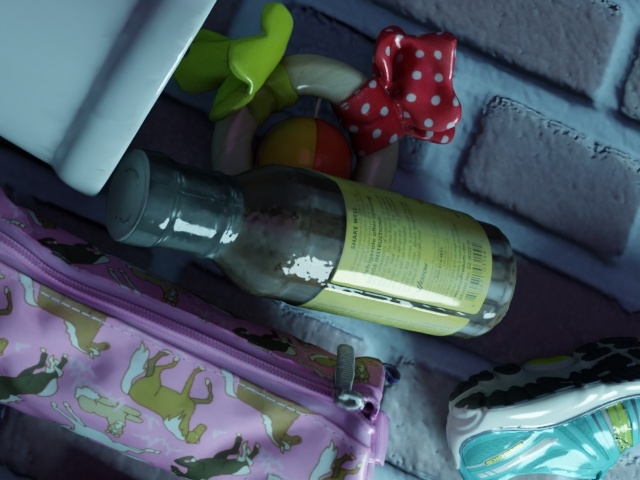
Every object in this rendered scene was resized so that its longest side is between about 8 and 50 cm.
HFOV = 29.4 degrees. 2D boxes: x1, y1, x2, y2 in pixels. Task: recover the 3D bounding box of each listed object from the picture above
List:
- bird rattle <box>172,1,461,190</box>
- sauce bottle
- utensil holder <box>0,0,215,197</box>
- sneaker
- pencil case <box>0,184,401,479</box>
[{"bbox_3d":[-0.003,-0.097,1.045,0.253,0.143,0.207,10,100,-27],"label":"bird rattle"},{"bbox_3d":[0.000,0.000,0.963,0.344,0.111,0.111,16,83,-34],"label":"sauce bottle"},{"bbox_3d":[-0.245,-0.267,0.870,0.385,0.327,0.328,31,81,-10],"label":"utensil holder"},{"bbox_3d":[0.244,0.156,1.084,0.275,0.107,0.110,-10,108,-8],"label":"sneaker"},{"bbox_3d":[-0.132,0.095,0.954,0.386,0.160,0.167,25,105,-8],"label":"pencil case"}]
